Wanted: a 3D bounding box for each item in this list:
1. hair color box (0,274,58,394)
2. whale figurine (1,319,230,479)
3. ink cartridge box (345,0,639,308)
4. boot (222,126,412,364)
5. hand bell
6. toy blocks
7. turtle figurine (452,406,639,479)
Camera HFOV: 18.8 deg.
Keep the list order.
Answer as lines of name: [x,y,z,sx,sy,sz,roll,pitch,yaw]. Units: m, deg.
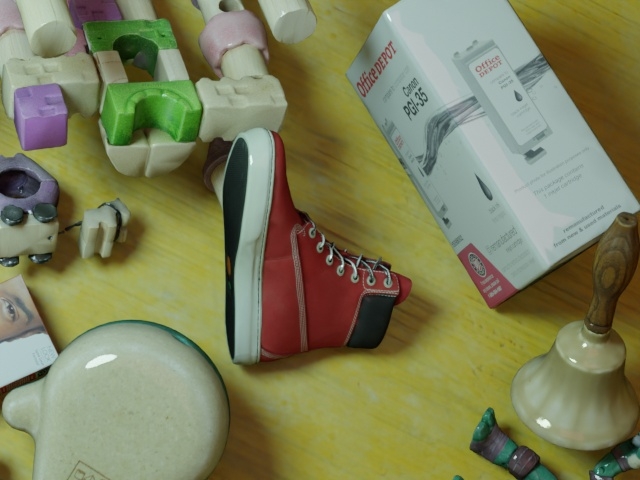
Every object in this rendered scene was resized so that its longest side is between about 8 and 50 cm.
hair color box: [-0.337,0.109,1.804,0.167,0.053,0.093,-25,83,-13]
whale figurine: [-0.195,0.199,1.786,0.216,0.141,0.272,31,101,-1]
ink cartridge box: [0.156,-0.097,1.838,0.117,0.207,0.283,-31,84,-15]
boot: [0.000,0.000,1.812,0.176,0.088,0.244,-6,122,-10]
hand bell: [0.256,0.067,1.779,0.126,0.242,0.126,4,42,-4]
toy blocks: [-0.190,-0.183,1.826,0.288,0.309,0.260,-6,47,-21]
turtle figurine: [0.241,0.256,1.827,0.234,0.118,0.175,22,42,9]
